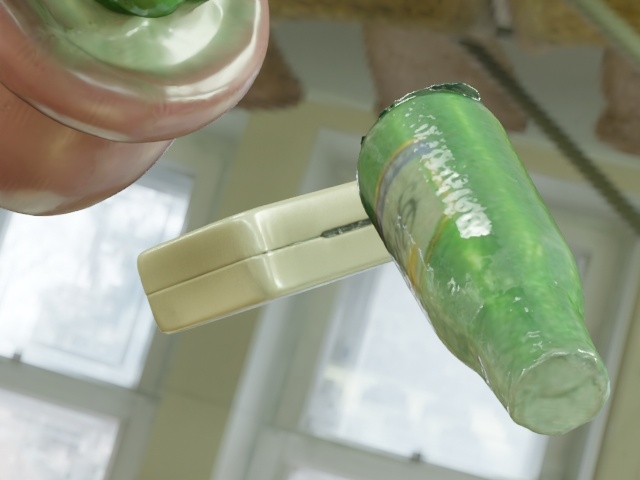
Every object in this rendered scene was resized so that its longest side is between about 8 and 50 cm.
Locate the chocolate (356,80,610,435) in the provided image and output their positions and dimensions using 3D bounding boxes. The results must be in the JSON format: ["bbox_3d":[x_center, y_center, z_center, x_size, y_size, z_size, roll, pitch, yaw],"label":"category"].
[{"bbox_3d":[0.095,0.015,1.075,0.110,0.110,0.291,22,21,-21],"label":"chocolate"}]

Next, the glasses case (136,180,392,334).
[{"bbox_3d":[0.000,0.000,1.651,0.144,0.076,0.336,-19,-2,38],"label":"glasses case"}]

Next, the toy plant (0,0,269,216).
[{"bbox_3d":[-0.136,-0.176,1.089,0.317,0.210,0.356,27,-35,-18],"label":"toy plant"}]
